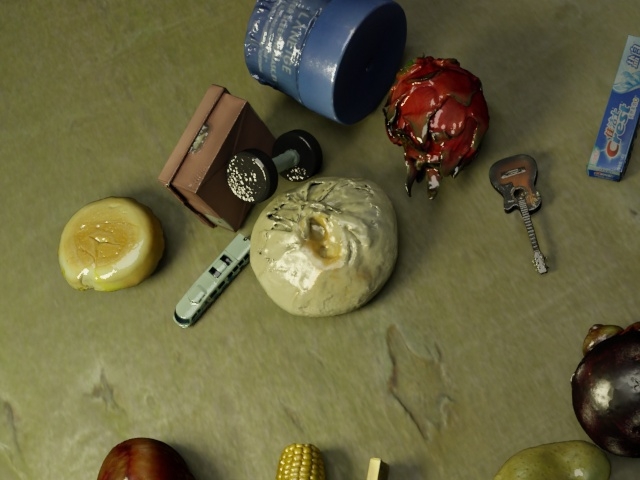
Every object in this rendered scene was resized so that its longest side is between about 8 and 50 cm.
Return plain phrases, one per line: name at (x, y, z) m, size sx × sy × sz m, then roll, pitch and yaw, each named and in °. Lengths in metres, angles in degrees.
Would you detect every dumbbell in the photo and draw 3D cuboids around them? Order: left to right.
dumbbell at (-0.084, -0.138, 1.907) m, size 0.100 × 0.191 × 0.100 m, roll 13°, pitch 115°, yaw 29°

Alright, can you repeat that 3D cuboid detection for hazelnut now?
hazelnut at (-0.299, 0.429, 1.778) m, size 0.178 × 0.178 × 0.204 m, roll -37°, pitch 35°, yaw -1°

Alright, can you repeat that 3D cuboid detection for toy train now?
toy train at (-0.203, 0.078, 1.942) m, size 0.043 × 0.047 × 0.207 m, roll 37°, pitch 82°, yaw 25°

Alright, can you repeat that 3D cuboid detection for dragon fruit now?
dragon fruit at (0.211, -0.212, 1.865) m, size 0.193 × 0.192 × 0.274 m, roll -7°, pitch 80°, yaw 4°

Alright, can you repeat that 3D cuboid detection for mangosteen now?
mangosteen at (0.492, 0.221, 1.635) m, size 0.211 × 0.211 × 0.250 m, roll -22°, pitch 37°, yaw 6°

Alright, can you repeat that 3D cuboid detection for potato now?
potato at (0.368, 0.389, 1.620) m, size 0.194 × 0.157 × 0.157 m, roll -36°, pitch 65°, yaw -2°

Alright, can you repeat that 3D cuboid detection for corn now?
corn at (-0.032, 0.492, 1.714) m, size 0.106 × 0.106 × 0.305 m, roll -3°, pitch 67°, yaw 14°

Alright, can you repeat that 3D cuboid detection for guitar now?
guitar at (0.369, -0.047, 1.849) m, size 0.088 × 0.025 × 0.233 m, roll -16°, pitch 68°, yaw 8°

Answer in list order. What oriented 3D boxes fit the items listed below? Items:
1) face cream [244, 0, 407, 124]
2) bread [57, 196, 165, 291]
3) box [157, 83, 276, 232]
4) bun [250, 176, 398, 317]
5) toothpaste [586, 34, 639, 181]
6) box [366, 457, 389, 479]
face cream at (0.006, -0.371, 1.945) m, size 0.225 × 0.249 × 0.249 m, roll 27°, pitch 79°, yaw 25°
bread at (-0.401, 0.011, 1.988) m, size 0.214 × 0.105 × 0.213 m, roll -7°, pitch 67°, yaw 16°
box at (-0.182, -0.144, 1.926) m, size 0.086 × 0.215 × 0.215 m, roll 22°, pitch 77°, yaw 25°
bun at (0.000, 0.000, 1.863) m, size 0.287 × 0.146 × 0.287 m, roll -7°, pitch 67°, yaw 17°
toothpaste at (0.549, -0.240, 1.857) m, size 0.066 × 0.053 × 0.272 m, roll 16°, pitch 75°, yaw 20°
box at (0.088, 0.441, 1.715) m, size 0.020 × 0.073 × 0.149 m, roll 5°, pitch 71°, yaw 18°
